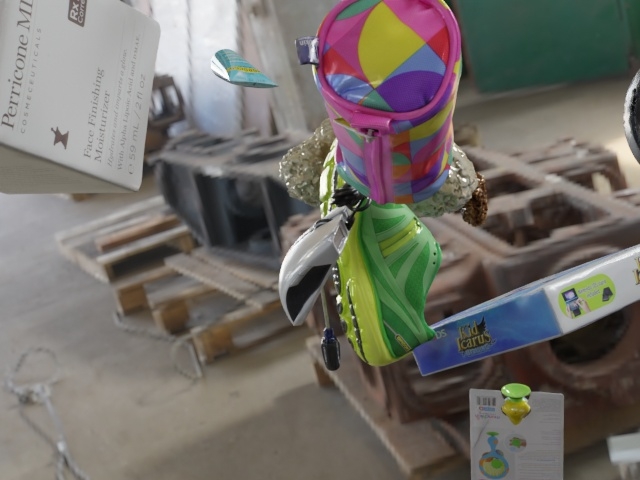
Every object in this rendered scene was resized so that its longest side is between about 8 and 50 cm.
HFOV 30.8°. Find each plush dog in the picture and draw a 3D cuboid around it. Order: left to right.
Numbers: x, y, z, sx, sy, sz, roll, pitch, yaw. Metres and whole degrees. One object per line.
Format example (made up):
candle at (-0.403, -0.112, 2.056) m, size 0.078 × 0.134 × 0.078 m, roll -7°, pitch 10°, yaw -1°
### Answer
plush dog at (0.113, -0.106, 1.508) m, size 0.262 × 0.210 × 0.225 m, roll 6°, pitch 26°, yaw -36°

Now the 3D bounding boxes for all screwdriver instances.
screwdriver at (0.008, 0.099, 1.408) m, size 0.024 × 0.170 × 0.025 m, roll -12°, pitch 45°, yaw -4°

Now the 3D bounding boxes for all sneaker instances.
sneaker at (0.074, -0.003, 1.362) m, size 0.123 × 0.295 × 0.109 m, roll -13°, pitch 16°, yaw -21°

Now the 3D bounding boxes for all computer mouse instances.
computer mouse at (0.000, 0.000, 1.043) m, size 0.042 × 0.193 × 0.106 m, roll 25°, pitch 36°, yaw -3°

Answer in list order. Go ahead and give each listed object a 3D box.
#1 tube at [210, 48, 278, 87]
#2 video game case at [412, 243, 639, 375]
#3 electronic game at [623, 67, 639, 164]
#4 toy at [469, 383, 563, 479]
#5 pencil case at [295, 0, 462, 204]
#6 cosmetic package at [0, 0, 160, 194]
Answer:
tube at (-0.134, -0.274, 1.910) m, size 0.080 × 0.052 × 0.207 m, roll -2°, pitch 18°, yaw -18°
video game case at (0.278, 0.078, 1.416) m, size 0.244 × 0.061 × 0.269 m, roll -18°, pitch -6°, yaw -34°
electronic game at (0.561, -0.190, 1.743) m, size 0.229 × 0.229 × 0.048 m, roll 2°, pitch 3°, yaw 43°
toy at (0.297, 0.320, 1.751) m, size 0.137 × 0.237 × 0.056 m, roll 1°, pitch 26°, yaw 14°
pencil case at (0.048, -0.091, 0.811) m, size 0.104 × 0.104 × 0.236 m, roll -14°, pitch -12°, yaw 4°
cosmetic package at (-0.246, -0.127, 0.920) m, size 0.151 × 0.151 × 0.184 m, roll 1°, pitch -9°, yaw 28°
